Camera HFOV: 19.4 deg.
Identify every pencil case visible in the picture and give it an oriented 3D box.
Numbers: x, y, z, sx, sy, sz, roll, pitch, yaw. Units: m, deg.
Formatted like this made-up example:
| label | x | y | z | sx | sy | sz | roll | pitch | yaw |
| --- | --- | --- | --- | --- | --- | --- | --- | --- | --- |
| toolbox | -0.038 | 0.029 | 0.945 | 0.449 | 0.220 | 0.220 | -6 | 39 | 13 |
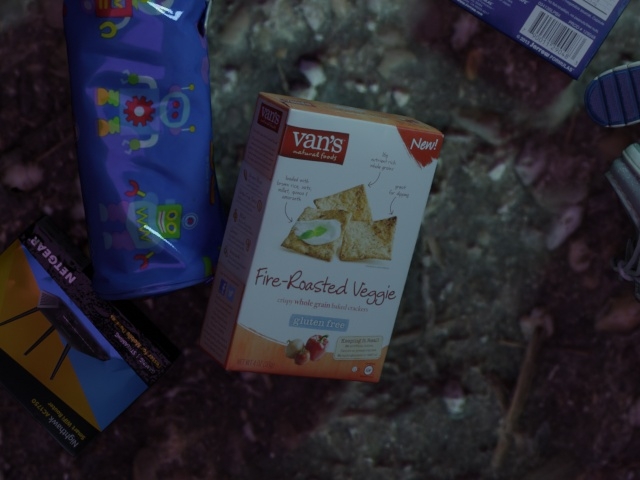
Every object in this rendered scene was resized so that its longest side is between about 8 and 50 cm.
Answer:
| label | x | y | z | sx | sy | sz | roll | pitch | yaw |
| --- | --- | --- | --- | --- | --- | --- | --- | --- | --- |
| pencil case | -0.146 | -0.101 | 1.609 | 0.133 | 0.119 | 0.306 | -4 | 100 | -2 |

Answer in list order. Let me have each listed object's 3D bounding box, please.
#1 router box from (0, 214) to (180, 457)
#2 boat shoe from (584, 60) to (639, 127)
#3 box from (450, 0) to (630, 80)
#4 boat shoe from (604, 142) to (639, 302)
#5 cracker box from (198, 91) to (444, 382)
| label | x | y | z | sx | sy | sz | roll | pitch | yaw |
| --- | --- | --- | --- | --- | --- | --- | --- | --- | --- |
| router box | -0.236 | 0.087 | 1.691 | 0.133 | 0.046 | 0.179 | -44 | 93 | 12 |
| boat shoe | 0.314 | -0.140 | 1.571 | 0.183 | 0.066 | 0.066 | -8 | 97 | 14 |
| box | 0.222 | -0.266 | 1.574 | 0.136 | 0.036 | 0.225 | 33 | 104 | 0 |
| boat shoe | 0.313 | 0.071 | 1.589 | 0.103 | 0.118 | 0.320 | -25 | 103 | 6 |
| cracker box | 0.000 | 0.000 | 1.599 | 0.156 | 0.067 | 0.232 | 7 | 103 | -30 |
